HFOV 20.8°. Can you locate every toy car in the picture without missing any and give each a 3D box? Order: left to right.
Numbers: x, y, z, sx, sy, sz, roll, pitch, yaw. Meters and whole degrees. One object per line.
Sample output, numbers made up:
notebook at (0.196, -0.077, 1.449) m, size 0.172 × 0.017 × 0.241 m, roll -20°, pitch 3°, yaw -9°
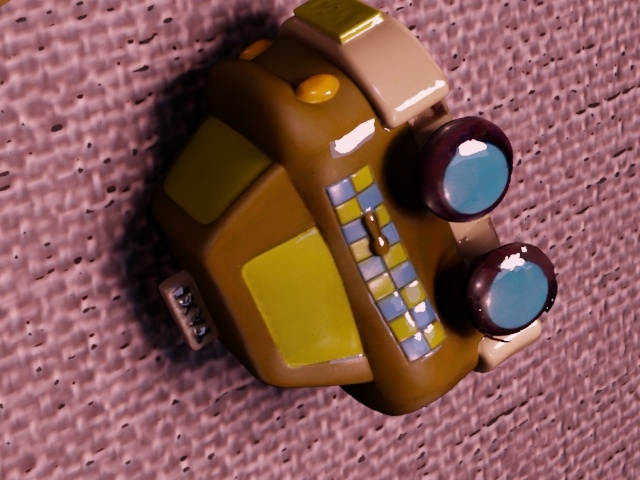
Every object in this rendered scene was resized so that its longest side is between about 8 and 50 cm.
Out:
toy car at (0.000, 0.000, 1.030) m, size 0.198 × 0.204 × 0.248 m, roll -33°, pitch 122°, yaw -12°

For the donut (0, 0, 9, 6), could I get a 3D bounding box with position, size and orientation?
donut at (-0.217, -0.215, 0.761) m, size 0.208 × 0.128 × 0.261 m, roll -24°, pitch 115°, yaw -41°
